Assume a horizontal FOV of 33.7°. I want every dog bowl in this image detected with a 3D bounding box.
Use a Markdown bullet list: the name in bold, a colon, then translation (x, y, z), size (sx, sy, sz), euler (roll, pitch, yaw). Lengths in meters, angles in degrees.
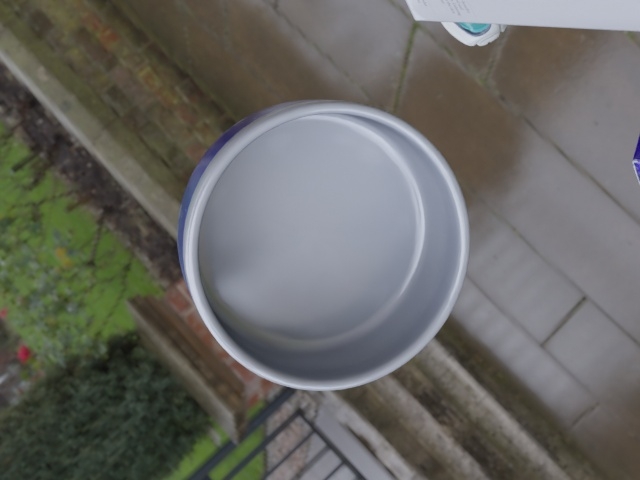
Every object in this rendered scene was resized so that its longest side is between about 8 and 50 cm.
- **dog bowl**: translation (0.000, 0.000, 0.994), size (0.265, 0.265, 0.104), euler (54, 175, -16)

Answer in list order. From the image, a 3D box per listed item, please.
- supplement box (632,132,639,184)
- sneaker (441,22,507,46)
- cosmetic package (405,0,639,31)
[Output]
- **supplement box**: translation (0.428, -0.081, 1.007), size (0.220, 0.111, 0.114), euler (-7, 127, 33)
- **sneaker**: translation (0.167, -0.394, 1.518), size (0.275, 0.107, 0.110), euler (44, 175, 29)
- **cosmetic package**: translation (0.249, -0.345, 1.142), size (0.365, 0.155, 0.197), euler (12, 151, 36)
